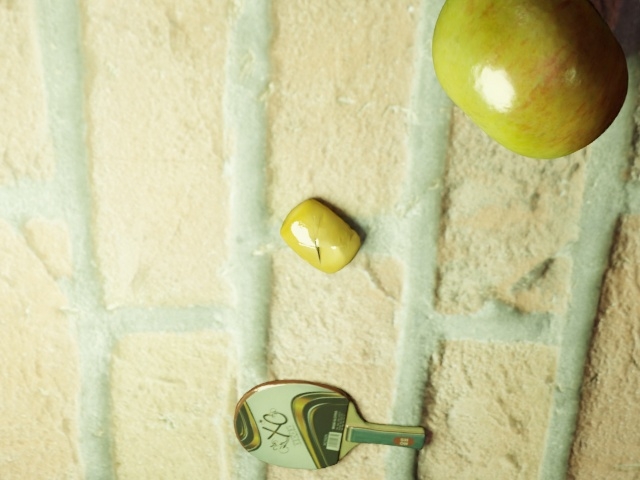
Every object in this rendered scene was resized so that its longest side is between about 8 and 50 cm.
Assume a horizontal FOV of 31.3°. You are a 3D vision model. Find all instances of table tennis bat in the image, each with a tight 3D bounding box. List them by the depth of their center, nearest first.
[{"bbox_3d":[0.014,0.296,1.792,0.301,0.022,0.173,8,120,-3],"label":"table tennis bat"}]

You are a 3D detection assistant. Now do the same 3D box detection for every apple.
[{"bbox_3d":[0.252,-0.217,1.374,0.261,0.261,0.194,38,111,-20],"label":"apple"}]

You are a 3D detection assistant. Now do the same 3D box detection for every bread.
[{"bbox_3d":[0.000,0.000,1.601,0.082,0.056,0.115,-40,113,19],"label":"bread"}]
